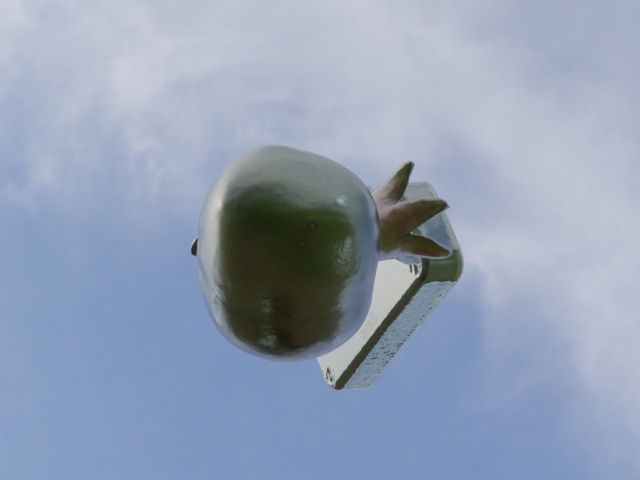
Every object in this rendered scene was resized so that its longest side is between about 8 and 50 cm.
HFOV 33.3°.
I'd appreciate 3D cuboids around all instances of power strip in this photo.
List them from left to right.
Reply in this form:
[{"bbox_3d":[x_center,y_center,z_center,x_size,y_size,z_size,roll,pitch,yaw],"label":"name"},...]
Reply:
[{"bbox_3d":[0.054,0.028,1.184,0.059,0.193,0.265,-2,-35,-28],"label":"power strip"}]

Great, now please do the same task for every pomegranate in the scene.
[{"bbox_3d":[0.000,0.000,0.777,0.191,0.131,0.152,-22,-48,-32],"label":"pomegranate"}]
